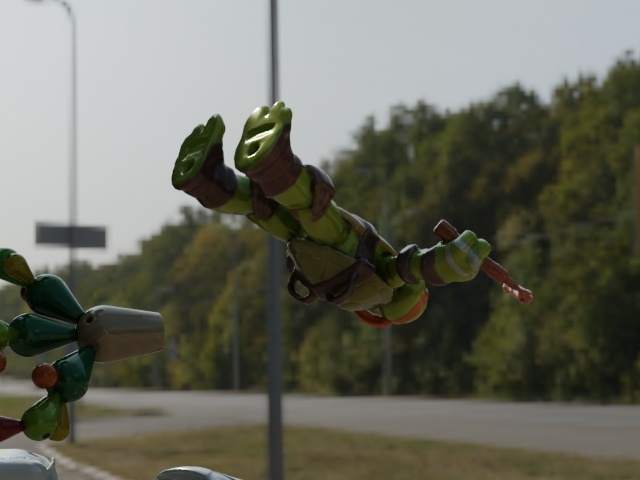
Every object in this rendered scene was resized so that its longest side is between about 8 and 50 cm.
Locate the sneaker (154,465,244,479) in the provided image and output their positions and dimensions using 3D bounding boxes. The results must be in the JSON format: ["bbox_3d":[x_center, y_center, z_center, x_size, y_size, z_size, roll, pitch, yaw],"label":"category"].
[{"bbox_3d":[-0.080,0.317,1.764,0.258,0.094,0.091,12,2,37],"label":"sneaker"}]

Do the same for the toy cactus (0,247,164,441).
[{"bbox_3d":[-0.225,0.092,1.327,0.180,0.112,0.219,-1,31,-20],"label":"toy cactus"}]

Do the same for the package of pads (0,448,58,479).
[{"bbox_3d":[-0.409,0.332,1.567,0.296,0.229,0.101,-3,-1,-5],"label":"package of pads"}]

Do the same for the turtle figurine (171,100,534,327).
[{"bbox_3d":[0.000,0.000,1.062,0.217,0.087,0.269,39,-15,-30],"label":"turtle figurine"}]
